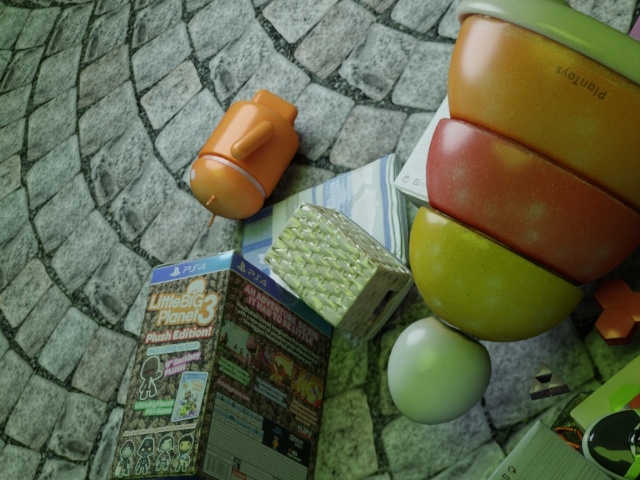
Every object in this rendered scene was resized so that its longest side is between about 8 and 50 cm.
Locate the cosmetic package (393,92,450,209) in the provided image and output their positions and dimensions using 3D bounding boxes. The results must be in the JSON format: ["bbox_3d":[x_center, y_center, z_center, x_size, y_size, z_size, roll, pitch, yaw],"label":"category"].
[{"bbox_3d":[0.207,-0.131,1.467,0.085,0.117,0.231,26,83,44],"label":"cosmetic package"}]

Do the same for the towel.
[{"bbox_3d":[0.000,0.000,1.605,0.285,0.034,0.209,-20,52,28],"label":"towel"}]

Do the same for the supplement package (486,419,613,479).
[{"bbox_3d":[0.246,0.317,1.048,0.244,0.134,0.139,39,125,15],"label":"supplement package"}]

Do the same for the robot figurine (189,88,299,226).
[{"bbox_3d":[-0.117,-0.125,1.693,0.158,0.128,0.219,5,59,49],"label":"robot figurine"}]

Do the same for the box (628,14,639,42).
[{"bbox_3d":[0.526,-0.289,1.314,0.213,0.117,0.243,23,79,44],"label":"box"}]

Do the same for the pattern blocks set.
[{"bbox_3d":[0.369,0.193,1.150,0.324,0.026,0.285,28,69,35],"label":"pattern blocks set"}]

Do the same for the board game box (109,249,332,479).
[{"bbox_3d":[-0.118,0.199,1.434,0.141,0.232,0.291,-11,57,33],"label":"board game box"}]

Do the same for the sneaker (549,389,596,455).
[{"bbox_3d":[0.252,0.261,1.209,0.083,0.087,0.221,22,79,43],"label":"sneaker"}]

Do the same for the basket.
[{"bbox_3d":[0.020,0.038,1.469,0.167,0.103,0.113,42,103,30],"label":"basket"}]

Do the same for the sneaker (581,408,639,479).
[{"bbox_3d":[0.369,0.190,1.070,0.234,0.097,0.084,1,56,22],"label":"sneaker"}]

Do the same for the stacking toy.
[{"bbox_3d":[0.209,-0.011,1.265,0.350,0.350,0.480,34,95,45],"label":"stacking toy"}]
